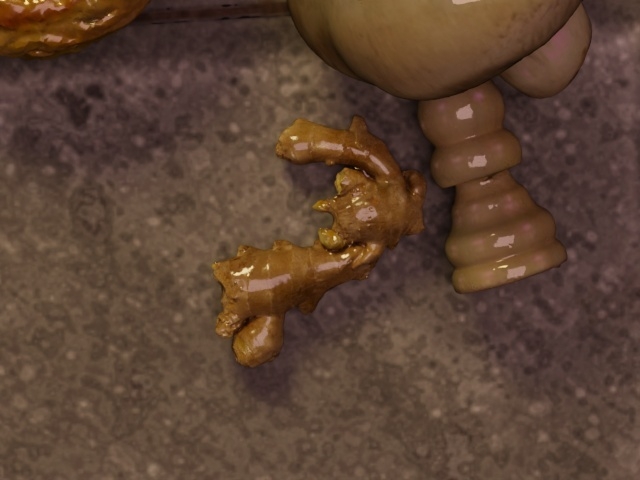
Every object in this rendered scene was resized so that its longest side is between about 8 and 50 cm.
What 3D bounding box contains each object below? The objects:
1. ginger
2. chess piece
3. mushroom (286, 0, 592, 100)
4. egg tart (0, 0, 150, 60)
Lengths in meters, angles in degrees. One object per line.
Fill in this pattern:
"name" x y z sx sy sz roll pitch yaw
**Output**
"ginger" 0.000 0.000 1.336 0.176 0.052 0.193 -5 97 -2
"chess piece" 0.127 -0.051 1.337 0.094 0.094 0.170 -17 91 -6
"mushroom" 0.104 -0.193 1.240 0.234 0.254 0.260 49 47 -31
"egg tart" -0.215 -0.276 1.237 0.294 0.123 0.294 0 96 -4
